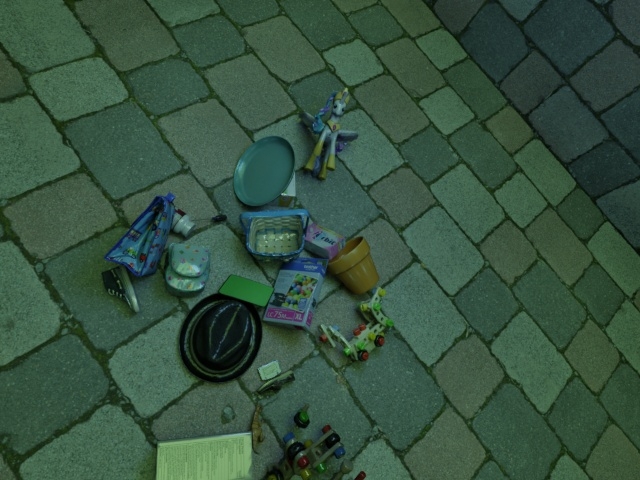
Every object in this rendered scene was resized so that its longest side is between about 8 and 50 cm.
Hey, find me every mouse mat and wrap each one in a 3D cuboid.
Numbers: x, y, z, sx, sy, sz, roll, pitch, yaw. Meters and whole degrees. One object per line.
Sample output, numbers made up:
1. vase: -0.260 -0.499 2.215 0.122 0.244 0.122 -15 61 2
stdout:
1. mouse mat: -0.279 0.190 1.638 0.189 0.007 0.153 18 24 2

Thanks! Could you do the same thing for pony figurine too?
1. pony figurine: 0.036 -0.472 1.952 0.302 0.351 0.364 17 82 -10

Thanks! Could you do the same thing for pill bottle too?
1. pill bottle: -0.567 -0.084 1.669 0.152 0.086 0.086 37 61 -4

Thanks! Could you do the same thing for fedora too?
1. fedora: -0.346 0.334 1.541 0.333 0.152 0.335 8 66 -18

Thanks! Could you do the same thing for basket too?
1. basket: -0.168 -0.034 1.666 0.254 0.289 0.201 -2 60 -1

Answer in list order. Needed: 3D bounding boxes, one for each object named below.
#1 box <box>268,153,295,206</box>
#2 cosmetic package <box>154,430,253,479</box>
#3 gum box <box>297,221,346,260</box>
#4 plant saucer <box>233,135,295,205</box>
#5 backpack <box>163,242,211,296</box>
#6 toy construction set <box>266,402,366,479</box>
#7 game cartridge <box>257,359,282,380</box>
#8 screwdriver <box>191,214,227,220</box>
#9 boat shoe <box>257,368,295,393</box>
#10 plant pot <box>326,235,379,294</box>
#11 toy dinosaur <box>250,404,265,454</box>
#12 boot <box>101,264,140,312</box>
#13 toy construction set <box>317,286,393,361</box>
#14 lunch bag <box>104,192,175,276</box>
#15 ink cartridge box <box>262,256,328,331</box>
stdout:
1. box: -0.174 -0.263 1.879 0.103 0.114 0.203 5 68 -19
2. cosmetic package: -0.376 0.711 1.386 0.295 0.129 0.153 4 66 -19
3. gum box: 0.000 0.000 1.817 0.188 0.062 0.107 25 52 34
4. plant saucer: -0.230 -0.288 1.805 0.043 0.317 0.318 32 50 -55
5. backpack: -0.492 0.108 1.588 0.165 0.144 0.189 9 68 -23
6. toy construction set: -0.035 0.783 1.461 0.308 0.257 0.237 36 104 14
7. game cartridge: -0.190 0.490 1.614 0.083 0.017 0.056 -17 72 -26
8. screwdriver: -0.448 -0.087 1.721 0.169 0.025 0.024 -8 111 -45
9. boat shoe: -0.160 0.529 1.586 0.152 0.056 0.049 -23 73 -27
10. plant pot: 0.147 0.116 1.809 0.205 0.205 0.188 -40 101 -29
11. toy dinosaur: -0.225 0.666 1.466 0.064 0.113 0.212 -5 33 -4
12. boot: -0.707 0.182 1.522 0.085 0.069 0.190 -21 69 -20
13. toy construction set: 0.156 0.350 1.728 0.327 0.151 0.215 -27 104 -20
14. lunch bag: -0.590 -0.034 1.508 0.138 0.221 0.294 30 84 -7
15. ink cartridge box: -0.093 0.192 1.694 0.185 0.065 0.312 3 57 26
